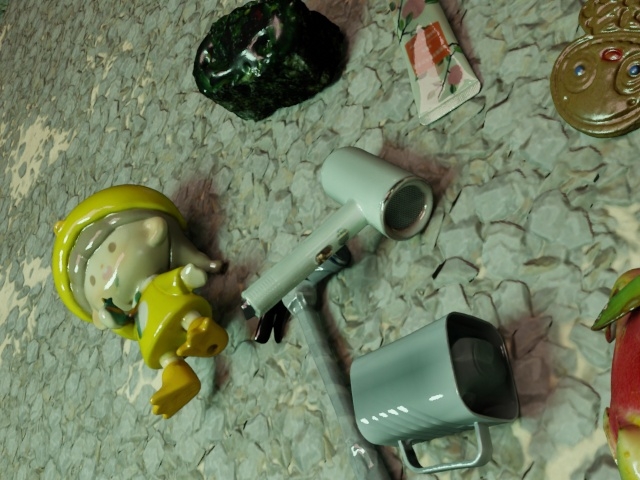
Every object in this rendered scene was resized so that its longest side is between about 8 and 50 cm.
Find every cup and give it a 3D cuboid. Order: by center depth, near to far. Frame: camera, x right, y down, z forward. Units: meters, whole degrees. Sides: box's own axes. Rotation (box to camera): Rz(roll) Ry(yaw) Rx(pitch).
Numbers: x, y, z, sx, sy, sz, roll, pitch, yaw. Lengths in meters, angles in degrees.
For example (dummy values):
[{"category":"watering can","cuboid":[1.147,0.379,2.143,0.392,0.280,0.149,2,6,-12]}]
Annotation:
[{"category":"cup","cuboid":[0.106,0.146,0.671,0.129,0.095,0.128,-30,56,38]}]

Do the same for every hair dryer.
[{"category":"hair dryer","cuboid":[0.000,0.000,0.808,0.236,0.073,0.131,-44,40,-10]}]

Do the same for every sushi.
[{"category":"sushi","cuboid":[-0.082,-0.252,1.013,0.225,0.127,0.124,-10,66,46]}]

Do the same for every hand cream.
[{"category":"hand cream","cuboid":[0.119,-0.246,0.866,0.080,0.050,0.233,-31,59,29]}]

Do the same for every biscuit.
[{"category":"biscuit","cuboid":[0.276,-0.179,0.681,0.124,0.026,0.175,12,83,47]}]

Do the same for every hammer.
[{"category":"hammer","cuboid":[0.036,0.185,0.765,0.152,0.044,0.427,-47,46,23]}]

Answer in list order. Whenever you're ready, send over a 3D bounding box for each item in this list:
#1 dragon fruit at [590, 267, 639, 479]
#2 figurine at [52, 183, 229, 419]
[{"category":"dragon fruit","cuboid":[0.275,0.086,0.443,0.227,0.224,0.224,-44,47,28]},{"category":"figurine","cuboid":[-0.246,0.068,1.013,0.215,0.187,0.343,-47,50,8]}]
